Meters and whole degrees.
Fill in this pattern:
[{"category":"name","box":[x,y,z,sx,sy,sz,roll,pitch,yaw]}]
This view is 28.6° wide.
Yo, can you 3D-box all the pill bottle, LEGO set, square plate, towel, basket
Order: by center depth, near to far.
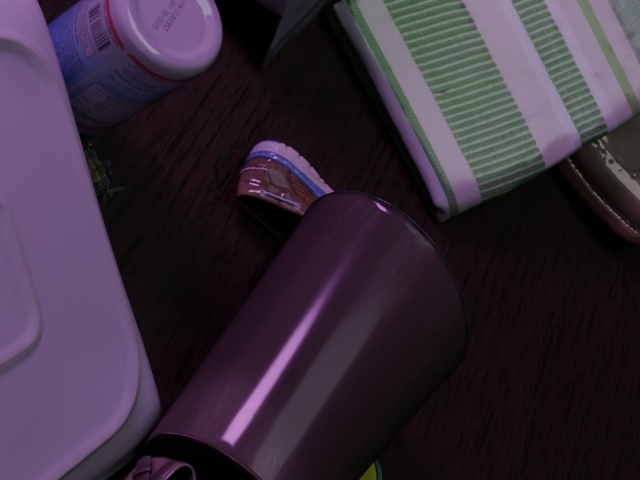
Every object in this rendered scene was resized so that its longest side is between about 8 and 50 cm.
[{"category":"square plate","box":[-0.216,0.033,0.715,0.344,0.049,0.347,-39,118,-58]},{"category":"pill bottle","box":[-0.148,-0.126,0.873,0.087,0.160,0.087,19,61,-39]},{"category":"LEGO set","box":[-0.173,-0.039,0.919,0.054,0.023,0.083,38,64,-25]},{"category":"basket","box":[-0.011,0.111,0.919,0.227,0.154,0.204,-49,144,-37]},{"category":"towel","box":[0.190,-0.191,1.234,0.325,0.038,0.248,-31,96,-21]}]

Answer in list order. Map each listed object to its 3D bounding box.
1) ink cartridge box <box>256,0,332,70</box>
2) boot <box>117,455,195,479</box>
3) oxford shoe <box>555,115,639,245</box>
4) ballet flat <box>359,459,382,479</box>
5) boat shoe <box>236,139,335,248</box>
[{"category":"ink cartridge box","box":[0.001,-0.343,1.101,0.130,0.272,0.309,31,46,7]},{"category":"boot","box":[-0.128,0.192,0.814,0.042,0.087,0.118,42,49,-27]},{"category":"oxford shoe","box":[0.308,-0.185,1.358,0.140,0.146,0.397,-32,98,-49]},{"category":"ballet flat","box":[-0.007,0.253,0.924,0.077,0.077,0.231,23,59,-20]},{"category":"boat shoe","box":[0.000,0.000,1.045,0.183,0.066,0.066,39,54,-14]}]
